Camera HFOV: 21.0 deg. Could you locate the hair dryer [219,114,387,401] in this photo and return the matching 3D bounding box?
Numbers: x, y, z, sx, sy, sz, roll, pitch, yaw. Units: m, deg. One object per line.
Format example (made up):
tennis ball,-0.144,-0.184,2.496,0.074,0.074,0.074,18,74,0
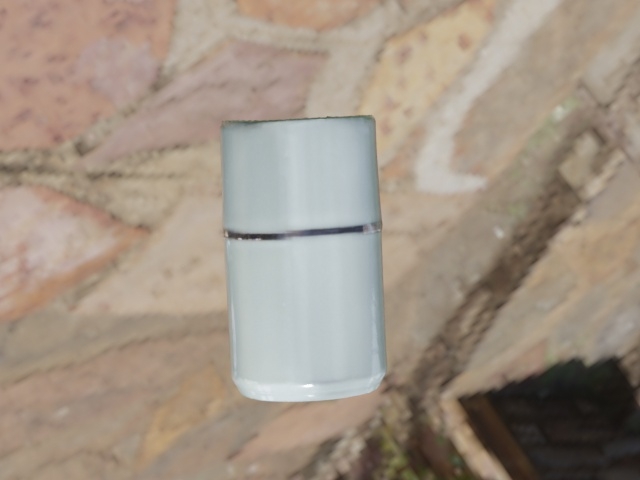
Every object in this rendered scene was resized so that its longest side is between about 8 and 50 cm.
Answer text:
hair dryer,0.000,0.000,0.551,0.047,0.082,0.137,-2,-175,7
